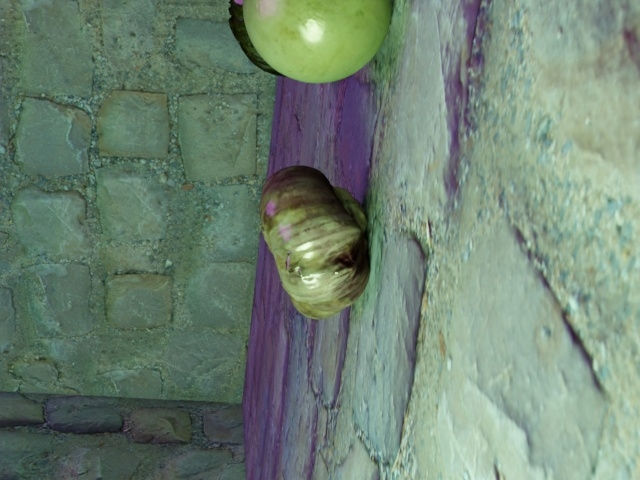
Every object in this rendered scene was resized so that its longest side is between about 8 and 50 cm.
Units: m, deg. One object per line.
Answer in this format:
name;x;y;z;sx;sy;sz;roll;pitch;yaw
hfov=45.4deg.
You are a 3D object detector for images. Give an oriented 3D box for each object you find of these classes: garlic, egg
garlic;0.000;0.000;1.150;0.245;0.160;0.245;163;90;-82
egg;-0.005;-0.351;1.145;0.295;0.218;0.218;-90;8;-69

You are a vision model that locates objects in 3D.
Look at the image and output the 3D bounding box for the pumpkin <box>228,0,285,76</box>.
pumpkin;-0.062;-0.484;1.538;0.320;0.192;0.320;8;-90;-83
